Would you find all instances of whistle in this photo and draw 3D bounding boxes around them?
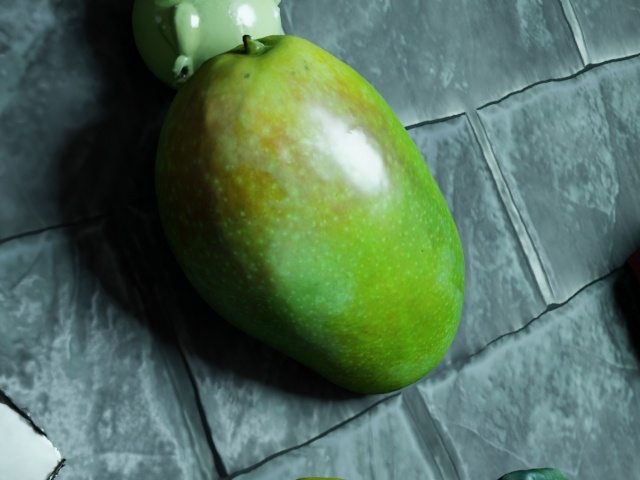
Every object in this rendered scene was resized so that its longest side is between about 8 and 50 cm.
[{"bbox_3d":[-0.098,-0.239,1.033,0.141,0.141,0.294,34,37,-26],"label":"whistle"}]

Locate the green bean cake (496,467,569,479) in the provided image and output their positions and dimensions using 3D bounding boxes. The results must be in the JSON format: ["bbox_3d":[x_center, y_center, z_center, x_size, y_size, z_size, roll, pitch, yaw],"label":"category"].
[{"bbox_3d":[0.252,0.367,1.028,0.300,0.169,0.308,53,18,23],"label":"green bean cake"}]

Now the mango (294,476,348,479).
[{"bbox_3d":[0.053,0.336,0.907,0.119,0.176,0.316,6,54,-55],"label":"mango"}]

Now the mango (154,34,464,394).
[{"bbox_3d":[0.000,0.000,0.964,0.225,0.201,0.382,-45,126,-18],"label":"mango"}]

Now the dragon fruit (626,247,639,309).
[{"bbox_3d":[0.494,0.057,1.324,0.315,0.250,0.250,25,48,-82],"label":"dragon fruit"}]

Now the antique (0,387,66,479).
[{"bbox_3d":[-0.278,0.154,0.710,0.152,0.148,0.146,49,50,-15],"label":"antique"}]
